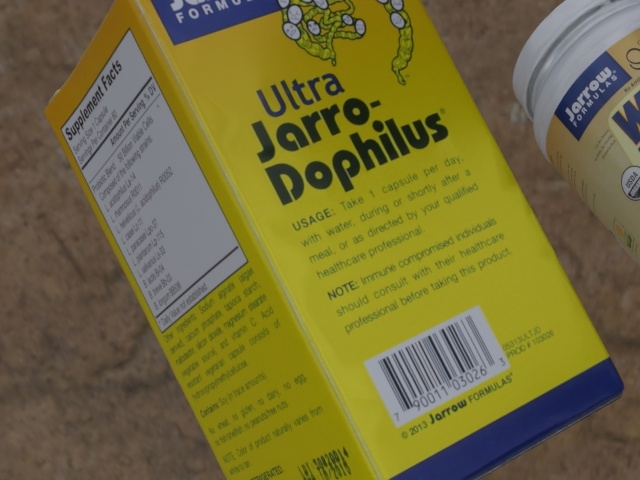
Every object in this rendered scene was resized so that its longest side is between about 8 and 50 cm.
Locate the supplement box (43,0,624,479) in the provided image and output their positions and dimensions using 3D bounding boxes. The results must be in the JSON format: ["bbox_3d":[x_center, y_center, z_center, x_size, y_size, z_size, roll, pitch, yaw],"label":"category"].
[{"bbox_3d":[0.000,0.000,0.959,0.195,0.194,0.357,-24,83,-31],"label":"supplement box"}]

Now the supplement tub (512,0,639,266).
[{"bbox_3d":[0.371,-0.111,1.559,0.228,0.228,0.316,-29,57,-10],"label":"supplement tub"}]
